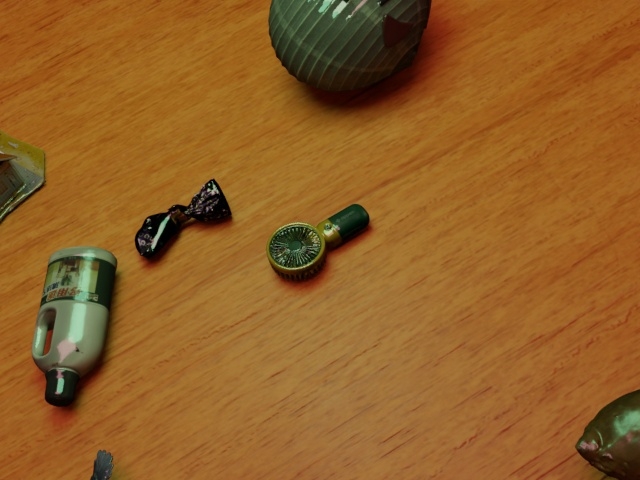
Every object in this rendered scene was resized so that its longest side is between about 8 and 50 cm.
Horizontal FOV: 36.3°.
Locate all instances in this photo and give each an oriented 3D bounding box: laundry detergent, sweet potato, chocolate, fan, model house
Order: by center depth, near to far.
[{"bbox_3d":[0.484,0.212,1.050,0.423,0.130,0.130,-1,56,5],"label":"sweet potato"},{"bbox_3d":[-0.336,0.117,1.319,0.099,0.070,0.225,0,56,2],"label":"laundry detergent"},{"bbox_3d":[0.000,0.000,1.347,0.155,0.039,0.082,-30,55,-11],"label":"fan"},{"bbox_3d":[-0.203,-0.033,1.400,0.147,0.070,0.072,-25,27,-7],"label":"chocolate"},{"bbox_3d":[-0.559,-0.127,1.493,0.219,0.136,0.207,29,67,27],"label":"model house"}]

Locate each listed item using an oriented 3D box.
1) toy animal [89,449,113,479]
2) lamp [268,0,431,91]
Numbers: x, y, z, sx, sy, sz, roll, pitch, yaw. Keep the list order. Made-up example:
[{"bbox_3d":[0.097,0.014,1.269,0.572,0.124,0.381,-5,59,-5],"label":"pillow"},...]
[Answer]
[{"bbox_3d":[-0.244,0.350,1.141,0.108,0.062,0.220,-4,61,9],"label":"toy animal"},{"bbox_3d":[0.050,-0.340,1.463,0.233,0.233,0.265,19,46,23],"label":"lamp"}]
